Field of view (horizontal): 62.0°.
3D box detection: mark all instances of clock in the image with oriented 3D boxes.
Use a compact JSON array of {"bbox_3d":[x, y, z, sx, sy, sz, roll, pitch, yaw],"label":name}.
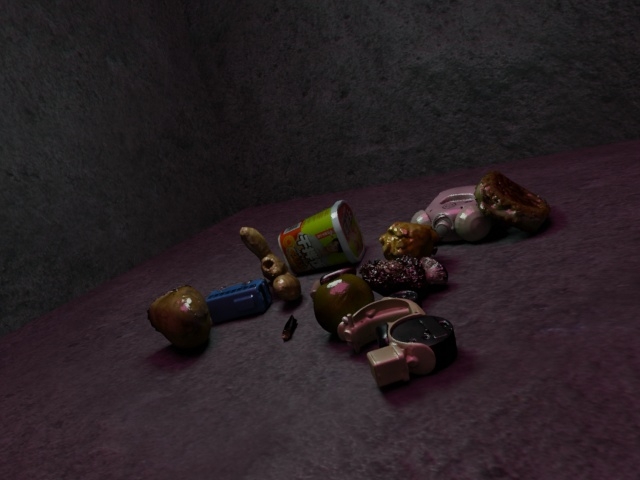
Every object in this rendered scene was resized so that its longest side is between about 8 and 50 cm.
[{"bbox_3d":[0.201,0.248,1.454,0.276,0.120,0.379,-16,15,-10],"label":"clock"},{"bbox_3d":[0.573,-0.101,2.217,0.341,0.184,0.325,-10,20,43],"label":"clock"}]

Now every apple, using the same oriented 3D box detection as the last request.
[{"bbox_3d":[0.070,0.193,1.652,0.196,0.157,0.196,-28,-8,-4],"label":"apple"}]

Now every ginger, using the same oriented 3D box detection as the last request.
[{"bbox_3d":[-0.167,0.135,2.164,0.122,0.348,0.363,-45,61,-5],"label":"ginger"}]

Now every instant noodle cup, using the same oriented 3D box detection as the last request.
[{"bbox_3d":[0.000,0.000,2.338,0.307,0.294,0.294,-18,13,21],"label":"instant noodle cup"}]

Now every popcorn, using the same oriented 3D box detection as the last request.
[{"bbox_3d":[0.326,0.025,1.971,0.253,0.190,0.191,-1,17,-42],"label":"popcorn"}]

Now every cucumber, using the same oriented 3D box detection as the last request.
[{"bbox_3d":[-0.105,0.293,1.788,0.034,0.033,0.135,-47,5,16],"label":"cucumber"}]

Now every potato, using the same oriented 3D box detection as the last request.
[{"bbox_3d":[-0.481,0.280,1.904,0.229,0.230,0.266,-25,19,-27],"label":"potato"}]

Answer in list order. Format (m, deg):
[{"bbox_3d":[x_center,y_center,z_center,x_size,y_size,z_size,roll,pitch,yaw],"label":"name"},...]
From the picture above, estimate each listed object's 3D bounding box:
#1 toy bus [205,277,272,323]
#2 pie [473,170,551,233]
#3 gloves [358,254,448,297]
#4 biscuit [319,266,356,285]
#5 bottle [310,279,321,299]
[{"bbox_3d":[-0.317,0.235,2.075,0.233,0.116,0.133,-15,13,11],"label":"toy bus"},{"bbox_3d":[0.741,-0.156,2.066,0.288,0.103,0.354,37,38,15],"label":"pie"},{"bbox_3d":[0.267,0.128,1.758,0.312,0.135,0.210,0,29,-22],"label":"gloves"},{"bbox_3d":[0.070,0.179,1.942,0.151,0.064,0.235,-17,20,5],"label":"biscuit"},{"bbox_3d":[-0.013,0.190,2.035,0.045,0.045,0.096,-13,17,16],"label":"bottle"}]
